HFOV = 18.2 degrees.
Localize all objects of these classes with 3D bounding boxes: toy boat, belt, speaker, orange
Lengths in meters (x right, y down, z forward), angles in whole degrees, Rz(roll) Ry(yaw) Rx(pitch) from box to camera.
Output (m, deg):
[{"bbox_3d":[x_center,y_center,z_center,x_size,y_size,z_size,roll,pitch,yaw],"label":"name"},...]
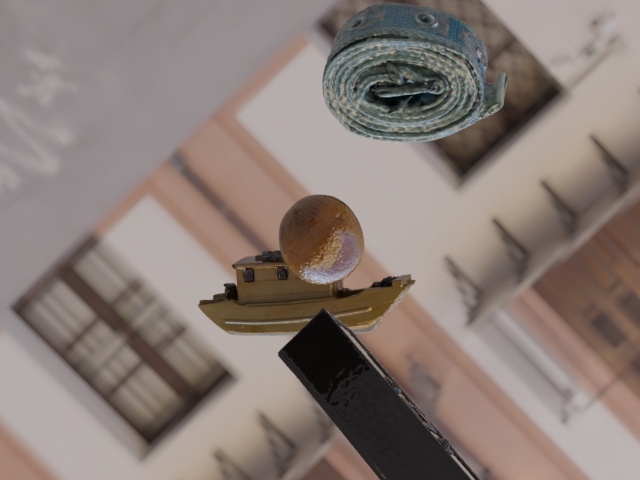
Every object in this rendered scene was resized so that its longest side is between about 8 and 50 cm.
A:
[{"bbox_3d":[-0.013,0.046,1.848,0.200,0.077,0.057,-2,-171,16],"label":"toy boat"},{"bbox_3d":[0.086,-0.167,2.023,0.163,0.148,0.082,-23,-150,25],"label":"belt"},{"bbox_3d":[0.047,0.121,1.225,0.046,0.191,0.040,-44,143,4],"label":"speaker"},{"bbox_3d":[0.000,0.000,1.731,0.085,0.085,0.085,-44,-172,7],"label":"orange"}]
